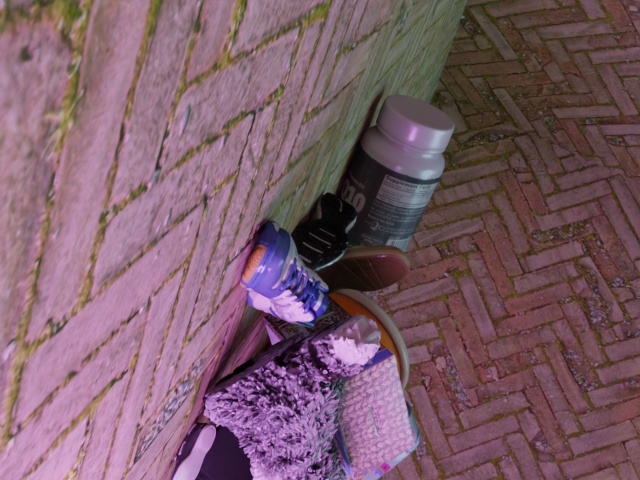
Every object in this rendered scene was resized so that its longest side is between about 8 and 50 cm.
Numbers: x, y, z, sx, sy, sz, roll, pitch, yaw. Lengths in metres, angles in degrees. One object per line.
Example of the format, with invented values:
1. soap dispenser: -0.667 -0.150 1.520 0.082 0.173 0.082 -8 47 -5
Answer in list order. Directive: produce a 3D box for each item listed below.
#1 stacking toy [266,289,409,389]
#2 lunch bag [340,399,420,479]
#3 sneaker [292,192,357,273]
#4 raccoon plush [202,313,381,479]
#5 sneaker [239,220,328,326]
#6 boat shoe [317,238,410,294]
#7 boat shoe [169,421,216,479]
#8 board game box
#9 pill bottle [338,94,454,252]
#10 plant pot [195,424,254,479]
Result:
1. stacking toy: -0.047 0.351 1.978 0.480 0.350 0.351 -39 158 -42
2. lunch bag: 0.060 0.407 1.802 0.279 0.224 0.108 -34 122 -14
3. sneaker: 0.000 0.007 1.664 0.108 0.100 0.271 -62 177 28
4. raccoon plush: -0.010 0.318 1.369 0.216 0.299 0.446 -32 -179 -28
5. sneaker: -0.042 0.059 1.318 0.112 0.130 0.296 -62 173 -12
6. boat shoe: 0.056 0.045 1.751 0.105 0.285 0.089 55 40 -34
7. boat shoe: -0.219 0.357 1.423 0.125 0.038 0.046 -63 142 -28
8. board game box: 0.033 0.272 1.678 0.141 0.291 0.232 -25 123 -17
9. pill bottle: 0.165 -0.141 2.004 0.204 0.204 0.361 -55 168 -62
10. plant pot: -0.158 0.452 1.660 0.187 0.167 0.188 -61 -177 -37
